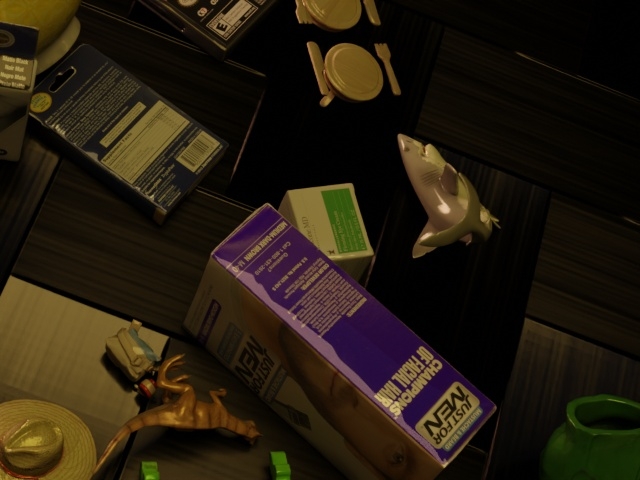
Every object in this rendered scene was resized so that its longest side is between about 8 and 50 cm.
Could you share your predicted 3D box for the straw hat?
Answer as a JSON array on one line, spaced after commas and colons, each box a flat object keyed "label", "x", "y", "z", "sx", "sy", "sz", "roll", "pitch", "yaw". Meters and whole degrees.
[{"label": "straw hat", "x": -0.307, "y": 0.219, "z": 1.569, "sx": 0.144, "sy": 0.061, "sz": 0.144, "roll": 7, "pitch": 60, "yaw": -13}]

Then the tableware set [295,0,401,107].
[{"label": "tableware set", "x": 0.023, "y": -0.264, "z": 1.957, "sx": 0.128, "sy": 0.039, "sz": 0.194, "roll": -3, "pitch": 68, "yaw": -32}]

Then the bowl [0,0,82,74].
[{"label": "bowl", "x": -0.377, "y": -0.285, "z": 1.758, "sx": 0.156, "sy": 0.289, "sz": 0.289, "roll": 54, "pitch": 48, "yaw": -36}]

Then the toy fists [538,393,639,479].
[{"label": "toy fists", "x": 0.385, "y": 0.247, "z": 1.719, "sx": 0.279, "sy": 0.142, "sz": 0.096, "roll": -3, "pitch": 31, "yaw": -19}]

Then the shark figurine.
[{"label": "shark figurine", "x": 0.154, "y": -0.018, "z": 1.804, "sx": 0.116, "sy": 0.278, "sz": 0.166, "roll": -41, "pitch": 111, "yaw": 6}]

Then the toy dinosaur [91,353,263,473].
[{"label": "toy dinosaur", "x": -0.156, "y": 0.187, "z": 1.609, "sx": 0.211, "sy": 0.064, "sz": 0.112, "roll": 2, "pitch": 46, "yaw": -31}]

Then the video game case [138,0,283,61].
[{"label": "video game case", "x": -0.149, "y": -0.398, "z": 1.981, "sx": 0.248, "sy": 0.035, "sz": 0.275, "roll": 37, "pitch": 59, "yaw": 5}]

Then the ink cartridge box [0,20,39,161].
[{"label": "ink cartridge box", "x": -0.436, "y": -0.175, "z": 1.657, "sx": 0.223, "sy": 0.224, "sz": 0.045, "roll": 8, "pitch": 59, "yaw": -12}]

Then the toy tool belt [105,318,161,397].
[{"label": "toy tool belt", "x": -0.200, "y": 0.131, "z": 1.657, "sx": 0.051, "sy": 0.052, "sz": 0.083, "roll": -38, "pitch": 78, "yaw": -22}]

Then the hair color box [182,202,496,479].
[{"label": "hair color box", "x": 0.013, "y": 0.139, "z": 1.638, "sx": 0.339, "sy": 0.185, "sz": 0.110, "roll": 40, "pitch": 58, "yaw": 8}]

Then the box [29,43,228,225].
[{"label": "box", "x": -0.242, "y": -0.133, "z": 1.802, "sx": 0.225, "sy": 0.036, "sz": 0.136, "roll": 37, "pitch": 57, "yaw": 4}]

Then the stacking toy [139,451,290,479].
[{"label": "stacking toy", "x": -0.106, "y": 0.335, "z": 1.575, "sx": 0.167, "sy": 0.052, "sz": 0.221, "roll": 1, "pitch": 59, "yaw": -18}]

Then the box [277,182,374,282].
[{"label": "box", "x": 0.000, "y": 0.000, "z": 1.761, "sx": 0.087, "sy": 0.102, "sz": 0.101, "roll": -8, "pitch": 65, "yaw": -18}]
